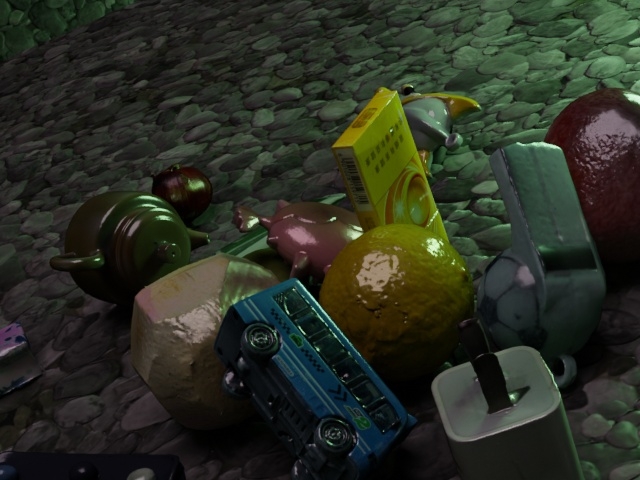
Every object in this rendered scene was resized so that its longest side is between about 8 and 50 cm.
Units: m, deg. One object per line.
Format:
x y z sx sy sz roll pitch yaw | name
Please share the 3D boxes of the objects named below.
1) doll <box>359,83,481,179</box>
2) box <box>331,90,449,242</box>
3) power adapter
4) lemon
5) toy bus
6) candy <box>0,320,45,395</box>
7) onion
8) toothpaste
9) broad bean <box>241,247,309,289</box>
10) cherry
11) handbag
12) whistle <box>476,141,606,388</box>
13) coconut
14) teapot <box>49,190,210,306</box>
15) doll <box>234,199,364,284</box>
0.165 -0.208 1.973 0.145 0.103 0.316 -31 24 -10 | doll
0.103 -0.054 1.566 0.043 0.269 0.152 0 34 34 | box
0.187 0.179 1.176 0.125 0.205 0.130 -19 27 4 | power adapter
0.098 0.077 1.426 0.192 0.192 0.231 3 37 37 | lemon
-0.009 0.171 1.305 0.134 0.113 0.246 -27 67 -34 | toy bus
-0.519 0.202 1.750 0.160 0.073 0.092 -29 31 -14 | candy
-0.248 -0.087 2.027 0.118 0.119 0.117 -17 25 7 | onion
-0.123 0.027 1.803 0.392 0.061 0.098 -34 13 -25 | toothpaste
-0.078 0.063 1.681 0.124 0.082 0.174 -8 29 8 | broad bean
0.394 -0.075 1.487 0.239 0.239 0.206 -15 -8 11 | cherry
-0.320 0.359 1.308 0.325 0.118 0.269 -7 32 29 | handbag
0.257 0.041 1.374 0.163 0.163 0.290 -17 67 8 | whistle
-0.140 0.130 1.489 0.236 0.197 0.237 -22 27 12 | coconut
-0.296 0.016 1.785 0.267 0.186 0.175 -15 12 -43 | teapot
0.000 0.000 1.661 0.261 0.093 0.211 13 29 -6 | doll
